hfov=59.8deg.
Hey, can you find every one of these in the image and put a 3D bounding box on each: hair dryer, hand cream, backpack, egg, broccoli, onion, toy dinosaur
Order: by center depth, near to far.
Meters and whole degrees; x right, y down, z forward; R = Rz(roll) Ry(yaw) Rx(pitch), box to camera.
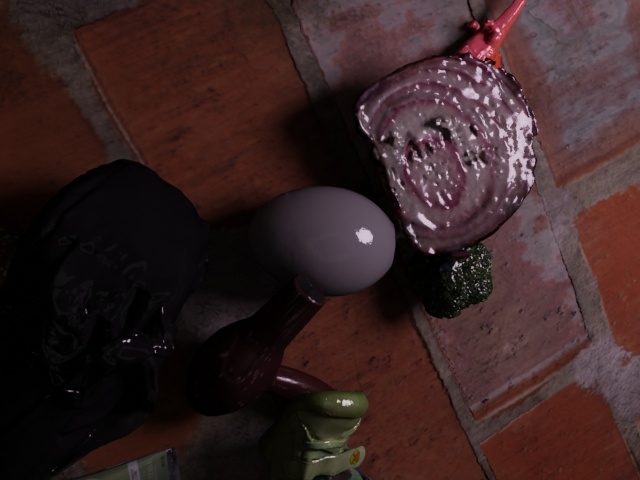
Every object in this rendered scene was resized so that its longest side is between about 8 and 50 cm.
[{"bbox_3d":[-0.316,0.129,0.752,0.255,0.363,0.445,34,105,-14],"label":"backpack"},{"bbox_3d":[0.000,0.000,0.887,0.232,0.176,0.176,8,97,-6],"label":"egg"},{"bbox_3d":[-0.022,0.215,0.926,0.340,0.123,0.312,30,121,-32],"label":"hair dryer"},{"bbox_3d":[0.211,-0.142,0.927,0.280,0.146,0.314,-25,96,-5],"label":"onion"},{"bbox_3d":[-0.355,0.414,0.932,0.235,0.055,0.086,-7,103,-20],"label":"hand cream"},{"bbox_3d":[0.227,0.050,0.975,0.146,0.138,0.162,-27,72,16],"label":"broccoli"},{"bbox_3d":[0.304,-0.324,0.977,0.286,0.070,0.139,-48,117,-6],"label":"toy dinosaur"}]

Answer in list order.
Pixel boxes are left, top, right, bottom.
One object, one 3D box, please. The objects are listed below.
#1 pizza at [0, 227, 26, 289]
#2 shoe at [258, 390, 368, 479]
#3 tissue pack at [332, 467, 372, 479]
[{"bbox_3d":[-0.604,0.041,0.774,0.409,0.114,0.277,-25,105,-10],"label":"pizza"},{"bbox_3d":[-0.004,0.331,0.921,0.140,0.262,0.128,-2,57,-41],"label":"shoe"},{"bbox_3d":[0.067,0.484,1.030,0.111,0.079,0.085,44,88,-17],"label":"tissue pack"}]
